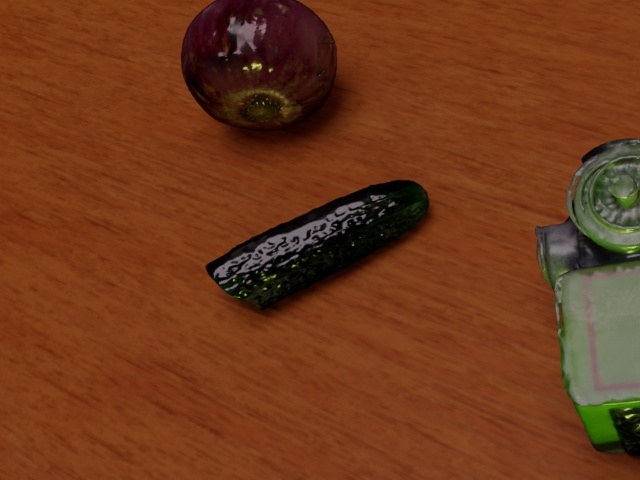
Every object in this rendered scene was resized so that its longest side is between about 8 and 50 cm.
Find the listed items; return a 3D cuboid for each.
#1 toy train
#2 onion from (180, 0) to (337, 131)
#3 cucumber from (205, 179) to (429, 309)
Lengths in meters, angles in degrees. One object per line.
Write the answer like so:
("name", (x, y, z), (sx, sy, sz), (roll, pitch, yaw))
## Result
("toy train", (0.337, 0.043, 0.946), (0.307, 0.173, 0.248), (-9, 60, 17))
("onion", (-0.069, -0.202, 1.287), (0.177, 0.177, 0.153), (-26, 42, 5))
("cucumber", (0.001, 0.000, 1.181), (0.241, 0.074, 0.074), (-27, 50, 2))
